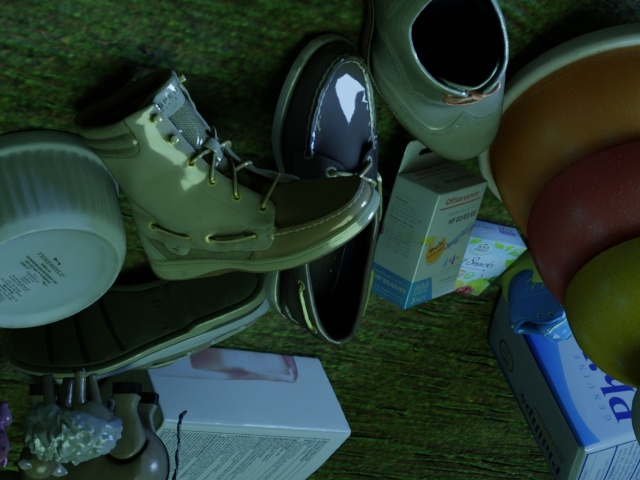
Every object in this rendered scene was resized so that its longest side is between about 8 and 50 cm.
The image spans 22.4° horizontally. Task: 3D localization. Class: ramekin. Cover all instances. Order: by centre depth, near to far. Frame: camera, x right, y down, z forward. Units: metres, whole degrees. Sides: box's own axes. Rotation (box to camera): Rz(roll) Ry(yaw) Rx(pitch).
[{"bbox_3d":[-0.292,-0.003,1.619,0.207,0.109,0.207,-16,148,-11],"label":"ramekin"}]

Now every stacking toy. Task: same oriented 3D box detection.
[{"bbox_3d":[0.360,0.042,1.705,0.351,0.480,0.350,-2,145,-2],"label":"stacking toy"}]

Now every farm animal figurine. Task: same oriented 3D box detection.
[{"bbox_3d":[-0.301,0.255,1.814,0.327,0.172,0.330,-7,164,25],"label":"farm animal figurine"}]

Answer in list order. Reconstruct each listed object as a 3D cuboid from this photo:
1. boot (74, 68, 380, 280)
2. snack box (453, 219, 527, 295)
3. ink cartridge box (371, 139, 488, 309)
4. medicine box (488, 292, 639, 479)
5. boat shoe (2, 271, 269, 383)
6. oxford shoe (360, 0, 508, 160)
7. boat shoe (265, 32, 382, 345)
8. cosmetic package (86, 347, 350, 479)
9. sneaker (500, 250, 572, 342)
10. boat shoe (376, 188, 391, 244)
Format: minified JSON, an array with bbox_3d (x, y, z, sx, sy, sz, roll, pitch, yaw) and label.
[{"bbox_3d":[-0.092,-0.072,1.548,0.262,0.095,0.203,-9,123,30],"label":"boot"},{"bbox_3d":[0.172,0.018,2.003,0.141,0.037,0.100,10,134,-41],"label":"snack box"},{"bbox_3d":[0.123,-0.024,1.804,0.104,0.061,0.181,-18,129,-51],"label":"ink cartridge box"},{"bbox_3d":[0.410,0.169,2.159,0.289,0.263,0.149,-14,146,-14],"label":"medicine box"},{"bbox_3d":[-0.201,0.103,1.825,0.302,0.113,0.103,-14,153,-1],"label":"boat shoe"},{"bbox_3d":[0.119,-0.174,1.586,0.140,0.146,0.397,-24,147,2],"label":"oxford shoe"},{"bbox_3d":[0.013,-0.047,1.655,0.117,0.097,0.324,-10,120,-32],"label":"boat shoe"},{"bbox_3d":[-0.132,0.224,2.031,0.296,0.129,0.153,11,133,-41],"label":"cosmetic package"},{"bbox_3d":[0.331,0.065,2.017,0.240,0.126,0.091,-17,147,41],"label":"sneaker"},{"bbox_3d":[0.000,0.000,1.812,0.319,0.099,0.116,11,134,-41],"label":"boat shoe"}]
